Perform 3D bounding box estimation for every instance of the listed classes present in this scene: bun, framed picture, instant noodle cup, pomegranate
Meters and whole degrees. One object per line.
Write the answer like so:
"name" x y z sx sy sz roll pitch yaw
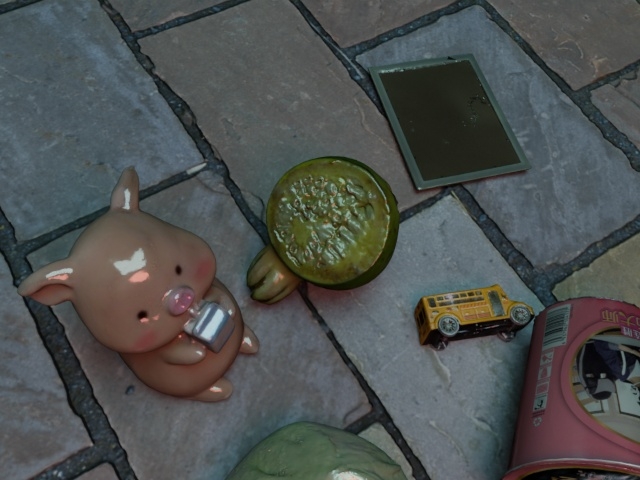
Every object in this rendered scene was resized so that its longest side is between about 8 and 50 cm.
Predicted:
"bun" 0.002 0.346 0.751 0.283 0.179 0.283 2 64 -5
"framed picture" 0.222 -0.216 1.175 0.216 0.016 0.273 -11 63 -12
"instant noodle cup" 0.356 0.217 0.855 0.244 0.244 0.255 16 52 2
"pomegranate" 0.014 0.002 0.962 0.190 0.159 0.241 22 89 14

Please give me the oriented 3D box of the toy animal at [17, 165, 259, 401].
"toy animal" -0.206 0.082 0.838 0.213 0.256 0.195 27 62 19

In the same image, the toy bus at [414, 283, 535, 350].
"toy bus" 0.224 0.109 0.970 0.162 0.069 0.074 -7 61 -10
